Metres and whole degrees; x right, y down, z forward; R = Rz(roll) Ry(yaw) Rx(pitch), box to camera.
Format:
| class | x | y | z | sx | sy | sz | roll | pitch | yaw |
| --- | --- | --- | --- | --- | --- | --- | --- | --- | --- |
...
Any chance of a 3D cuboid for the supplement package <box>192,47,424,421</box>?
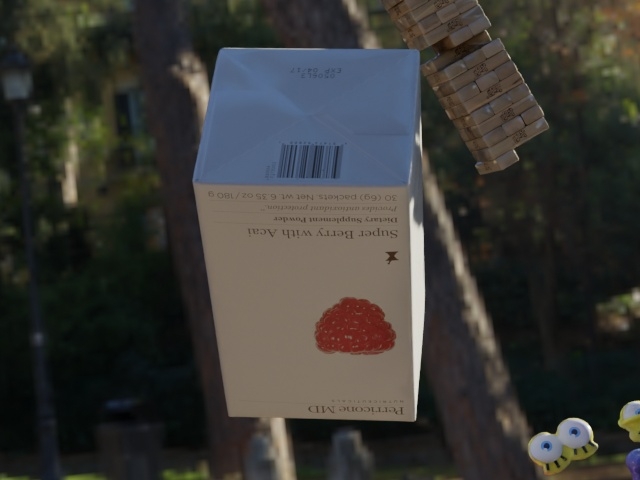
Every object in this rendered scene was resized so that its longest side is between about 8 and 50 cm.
| class | x | y | z | sx | sy | sz | roll | pitch | yaw |
| --- | --- | --- | --- | --- | --- | --- | --- | --- | --- |
| supplement package | 0.000 | 0.000 | 1.500 | 0.177 | 0.175 | 0.293 | 0 | -45 | 6 |

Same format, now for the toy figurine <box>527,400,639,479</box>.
| class | x | y | z | sx | sy | sz | roll | pitch | yaw |
| --- | --- | --- | --- | --- | --- | --- | --- | --- | --- |
| toy figurine | 0.374 | 0.238 | 1.510 | 0.362 | 0.191 | 0.217 | -15 | 10 | -13 |

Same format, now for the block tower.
| class | x | y | z | sx | sy | sz | roll | pitch | yaw |
| --- | --- | --- | --- | --- | --- | --- | --- | --- | --- |
| block tower | 0.176 | -0.254 | 2.260 | 0.097 | 0.335 | 0.091 | -30 | 4 | -11 |
